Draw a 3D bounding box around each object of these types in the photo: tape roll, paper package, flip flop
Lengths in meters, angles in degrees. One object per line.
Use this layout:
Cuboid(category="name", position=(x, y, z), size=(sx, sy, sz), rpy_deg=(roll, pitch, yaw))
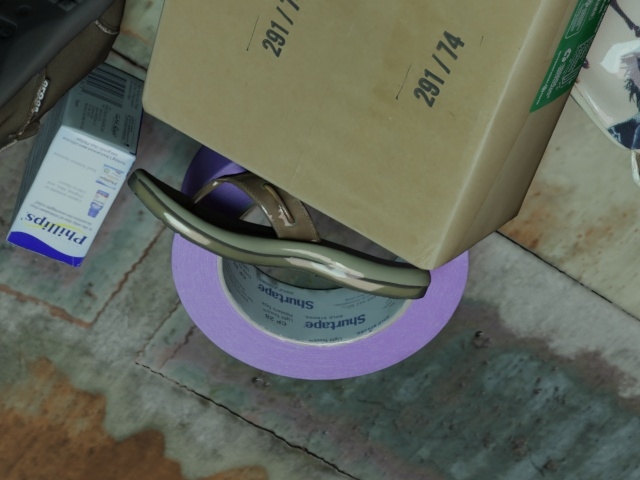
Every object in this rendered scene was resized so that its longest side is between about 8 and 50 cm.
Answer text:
Cuboid(category="tape roll", position=(0.000, 0.000, 1.362), size=(0.274, 0.090, 0.275), rpy_deg=(0, 126, 0))
Cuboid(category="paper package", position=(0.051, -0.188, 1.111), size=(0.309, 0.168, 0.325), rpy_deg=(30, 125, 17))
Cuboid(category="flip flop", position=(-0.030, -0.017, 1.241), size=(0.277, 0.112, 0.080), rpy_deg=(17, 98, -8))

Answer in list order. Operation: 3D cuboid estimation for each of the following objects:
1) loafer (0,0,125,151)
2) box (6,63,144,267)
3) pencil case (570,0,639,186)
Cuboid(category="loafer", position=(-0.280, -0.106, 1.162), size=(0.134, 0.366, 0.130), rpy_deg=(32, 149, 25))
Cuboid(category="box", position=(-0.217, -0.071, 1.291), size=(0.072, 0.126, 0.137), rpy_deg=(23, 123, -17))
Cuboid(category="pencil case", position=(0.379, -0.221, 1.154), size=(0.410, 0.160, 0.183), rpy_deg=(-31, 99, 20))
